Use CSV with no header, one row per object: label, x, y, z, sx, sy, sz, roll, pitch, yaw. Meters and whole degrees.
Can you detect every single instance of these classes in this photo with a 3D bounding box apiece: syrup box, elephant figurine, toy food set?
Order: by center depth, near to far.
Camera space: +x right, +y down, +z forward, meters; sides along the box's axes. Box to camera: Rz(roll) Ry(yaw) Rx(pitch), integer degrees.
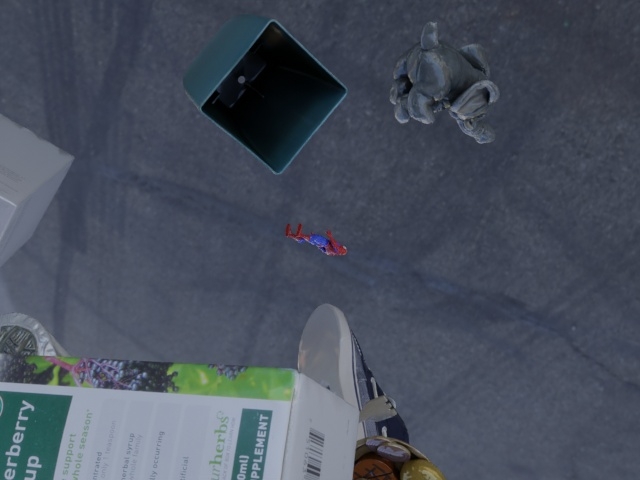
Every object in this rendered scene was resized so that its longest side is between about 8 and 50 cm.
syrup box,-0.107,0.119,0.472,0.236,0.093,0.096,0,158,22
toy food set,0.081,0.278,1.002,0.132,0.038,0.192,-31,103,33
elephant figurine,0.262,-0.285,1.626,0.239,0.170,0.186,5,177,-18

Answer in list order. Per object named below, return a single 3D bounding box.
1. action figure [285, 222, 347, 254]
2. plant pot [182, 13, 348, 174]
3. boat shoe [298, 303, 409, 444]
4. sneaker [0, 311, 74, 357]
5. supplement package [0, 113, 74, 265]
action figure,0.000,0.000,1.271,0.038,0.030,0.115,-7,156,41
plant pot,-0.108,-0.244,1.340,0.165,0.166,0.234,38,-177,-33
boat shoe,0.063,0.283,1.596,0.158,0.341,0.127,26,131,-35
sneaker,-0.345,0.185,1.142,0.232,0.090,0.115,38,167,19
supplement package,-0.528,-0.068,1.335,0.177,0.293,0.175,30,107,-9
